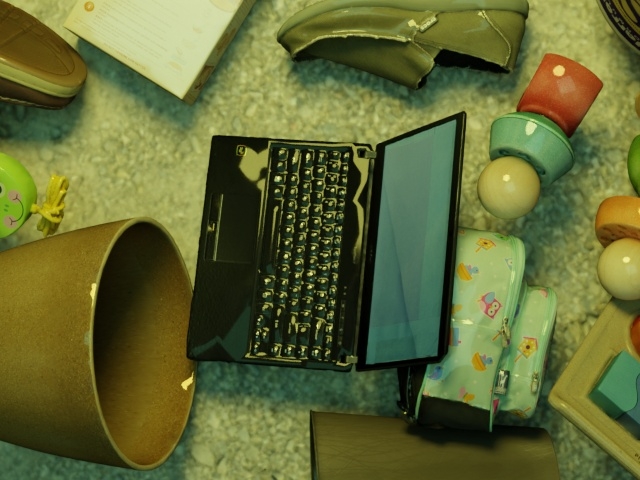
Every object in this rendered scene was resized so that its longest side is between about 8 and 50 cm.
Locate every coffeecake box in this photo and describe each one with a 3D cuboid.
[{"bbox_3d":[-0.145,-0.253,1.378,0.142,0.068,0.185,32,91,3],"label":"coffeecake box"}]

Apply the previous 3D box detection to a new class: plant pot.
[{"bbox_3d":[-0.278,0.103,1.323,0.254,0.237,0.237,-3,89,18],"label":"plant pot"}]

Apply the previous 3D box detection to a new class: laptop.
[{"bbox_3d":[0.000,0.000,1.305,0.264,0.136,0.234,4,77,8],"label":"laptop"}]

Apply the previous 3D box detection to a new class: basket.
[{"bbox_3d":[0.107,0.249,1.313,0.227,0.204,0.154,-2,128,-2],"label":"basket"}]

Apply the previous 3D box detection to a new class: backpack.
[{"bbox_3d":[0.149,0.080,1.311,0.144,0.166,0.188,4,91,2],"label":"backpack"}]

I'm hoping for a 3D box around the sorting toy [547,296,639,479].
[{"bbox_3d":[0.375,0.181,1.286,0.307,0.229,0.041,40,135,3],"label":"sorting toy"}]

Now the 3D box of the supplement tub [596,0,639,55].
[{"bbox_3d":[0.368,-0.274,1.220,0.241,0.331,0.241,0,89,3],"label":"supplement tub"}]

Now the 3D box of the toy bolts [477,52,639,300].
[{"bbox_3d":[0.263,-0.064,1.283,0.228,0.218,0.158,27,69,10],"label":"toy bolts"}]

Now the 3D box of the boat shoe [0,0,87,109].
[{"bbox_3d":[-0.405,-0.187,1.383,0.342,0.123,0.123,18,120,-3],"label":"boat shoe"}]

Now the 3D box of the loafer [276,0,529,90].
[{"bbox_3d":[0.082,-0.194,1.353,0.251,0.094,0.087,-4,85,3],"label":"loafer"}]

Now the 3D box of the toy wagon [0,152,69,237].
[{"bbox_3d":[-0.415,-0.082,1.334,0.344,0.068,0.267,21,120,3],"label":"toy wagon"}]
